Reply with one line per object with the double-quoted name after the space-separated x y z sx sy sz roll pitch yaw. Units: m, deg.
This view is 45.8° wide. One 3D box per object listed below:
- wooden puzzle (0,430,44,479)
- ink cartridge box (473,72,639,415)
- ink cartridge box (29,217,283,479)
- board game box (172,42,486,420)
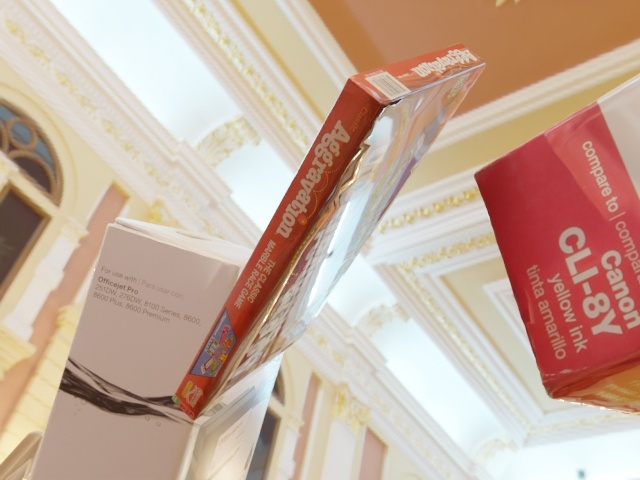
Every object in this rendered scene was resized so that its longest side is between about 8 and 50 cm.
-0.455 0.385 1.042 0.044 0.221 0.239 43 -11 -17 "wooden puzzle"
0.336 -0.030 0.435 0.279 0.160 0.385 20 -41 -42 "ink cartridge box"
-0.174 0.192 0.899 0.166 0.395 0.285 17 1 14 "ink cartridge box"
0.000 0.000 0.510 0.027 0.145 0.281 42 -53 14 "board game box"
